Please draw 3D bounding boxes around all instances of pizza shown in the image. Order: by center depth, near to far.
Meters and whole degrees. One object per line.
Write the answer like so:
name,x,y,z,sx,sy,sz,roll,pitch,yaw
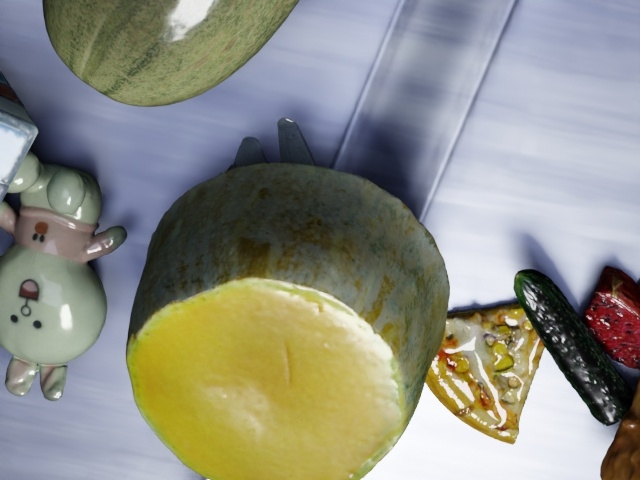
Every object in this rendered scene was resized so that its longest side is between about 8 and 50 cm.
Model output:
pizza,0.202,0.132,1.528,0.176,0.036,0.184,-29,100,7

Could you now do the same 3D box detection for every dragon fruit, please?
dragon fruit,0.351,0.086,1.513,0.131,0.063,0.097,26,139,2

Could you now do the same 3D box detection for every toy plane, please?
toy plane,-0.002,0.006,1.480,0.267,0.088,0.212,35,123,-8

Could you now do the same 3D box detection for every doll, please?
doll,-0.288,0.032,1.488,0.155,0.113,0.275,9,109,9

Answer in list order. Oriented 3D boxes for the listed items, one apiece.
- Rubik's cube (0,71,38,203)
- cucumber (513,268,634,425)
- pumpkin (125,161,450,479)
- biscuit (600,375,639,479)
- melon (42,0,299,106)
Rubik's cube,-0.461,-0.089,1.351,0.259,0.253,0.256,23,102,-31
cucumber,0.266,0.108,1.490,0.052,0.058,0.214,-29,115,21
pumpkin,-0.035,0.110,1.393,0.332,0.199,0.332,4,129,5
biscuit,0.531,0.186,1.444,0.395,0.166,0.342,18,99,-11
melon,-0.136,-0.284,1.346,0.248,0.248,0.329,34,104,-5
